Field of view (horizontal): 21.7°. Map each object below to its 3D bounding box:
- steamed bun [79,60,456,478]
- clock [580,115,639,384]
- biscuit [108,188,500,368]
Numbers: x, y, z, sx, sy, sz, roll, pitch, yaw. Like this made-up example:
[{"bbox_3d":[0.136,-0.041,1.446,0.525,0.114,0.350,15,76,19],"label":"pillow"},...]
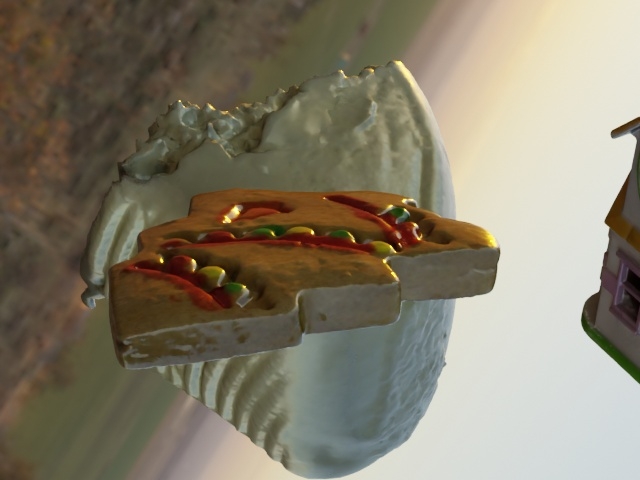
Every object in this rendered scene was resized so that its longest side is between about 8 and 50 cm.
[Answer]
[{"bbox_3d":[0.000,0.000,1.252,0.272,0.273,0.290,-45,162,-21],"label":"steamed bun"},{"bbox_3d":[0.294,-0.019,1.054,0.166,0.235,0.309,-19,133,-26],"label":"clock"},{"bbox_3d":[-0.027,0.012,0.895,0.238,0.212,0.041,-25,121,-50],"label":"biscuit"}]
